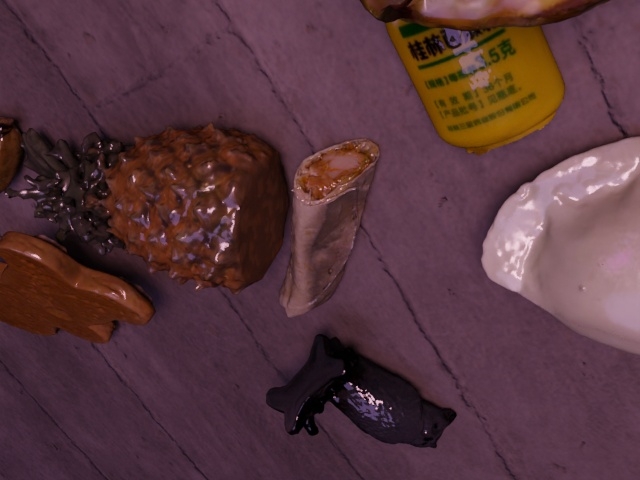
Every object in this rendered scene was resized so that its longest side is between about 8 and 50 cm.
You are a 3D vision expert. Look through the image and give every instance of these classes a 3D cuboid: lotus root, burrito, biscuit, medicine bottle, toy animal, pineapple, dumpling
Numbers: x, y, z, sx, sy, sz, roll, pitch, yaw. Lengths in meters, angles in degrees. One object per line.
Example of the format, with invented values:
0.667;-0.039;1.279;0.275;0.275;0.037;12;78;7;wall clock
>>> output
-0.394;-0.097;0.906;0.072;0.063;0.152;25;131;-30;lotus root
0.000;0.000;0.788;0.060;0.087;0.226;53;146;34;burrito
-0.351;0.064;0.979;0.216;0.047;0.340;32;151;-21;biscuit
0.083;-0.211;0.585;0.111;0.076;0.309;-20;113;27;medicine bottle
0.053;0.185;0.903;0.210;0.117;0.121;27;109;-27;toy animal
-0.202;-0.049;0.799;0.341;0.169;0.169;11;129;24;pineapple
0.269;0.003;0.637;0.252;0.131;0.179;17;108;18;dumpling

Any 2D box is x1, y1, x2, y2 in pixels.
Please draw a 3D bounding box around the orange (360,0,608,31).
0.153;-0.289;0.402;0.369;0.210;0.271;-32;100;40;orange
